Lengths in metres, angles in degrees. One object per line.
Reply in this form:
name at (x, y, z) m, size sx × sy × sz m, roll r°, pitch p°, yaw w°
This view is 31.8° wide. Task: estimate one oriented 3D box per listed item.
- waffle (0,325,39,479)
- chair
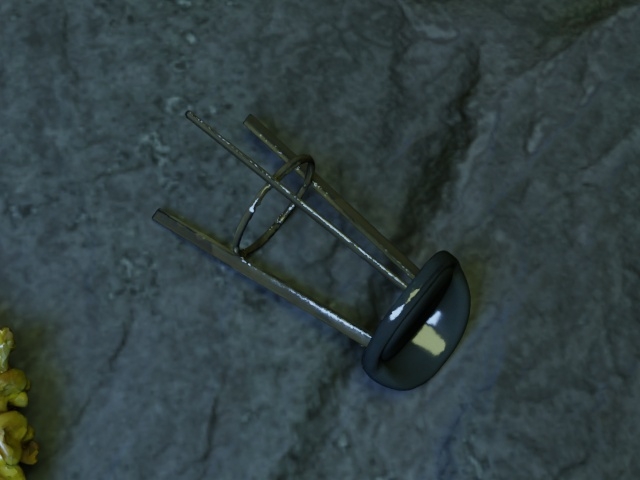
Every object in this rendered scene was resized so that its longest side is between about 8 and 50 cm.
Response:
waffle at (-0.261, 0.115, 0.647) m, size 0.193 × 0.070 × 0.197 m, roll -1°, pitch 62°, yaw -9°
chair at (0.000, 0.000, 0.727) m, size 0.221 × 0.095 × 0.104 m, roll 38°, pitch 76°, yaw 9°
